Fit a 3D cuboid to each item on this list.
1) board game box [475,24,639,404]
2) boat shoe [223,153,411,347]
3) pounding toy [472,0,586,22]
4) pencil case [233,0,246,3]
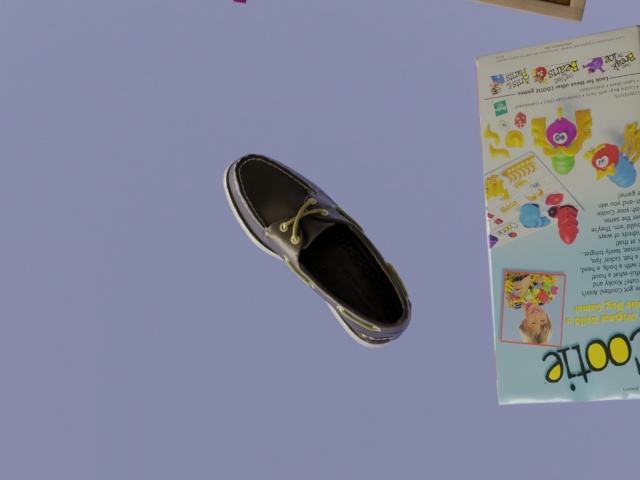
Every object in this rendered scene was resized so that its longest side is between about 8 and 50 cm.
[{"bbox_3d":[0.225,-0.012,1.148,0.144,0.142,0.275,-7,-97,34],"label":"board game box"},{"bbox_3d":[0.000,0.000,1.340,0.081,0.069,0.228,-43,-95,-15],"label":"boat shoe"},{"bbox_3d":[0.139,-0.240,1.045,0.130,0.100,0.141,12,-73,3],"label":"pounding toy"},{"bbox_3d":[-0.086,-0.344,1.610,0.064,0.070,0.152,0,-71,-1],"label":"pencil case"}]
